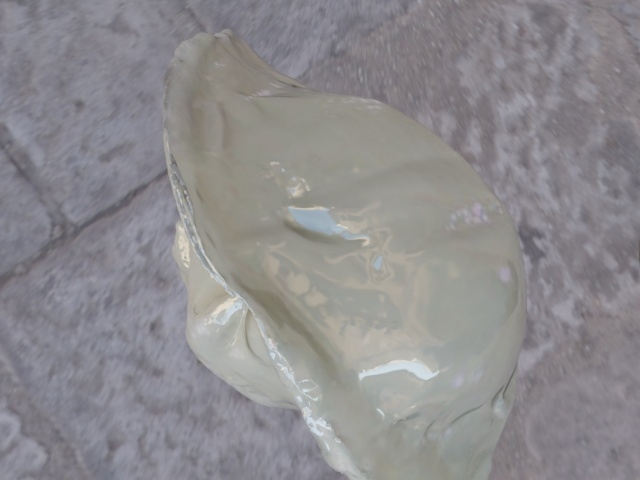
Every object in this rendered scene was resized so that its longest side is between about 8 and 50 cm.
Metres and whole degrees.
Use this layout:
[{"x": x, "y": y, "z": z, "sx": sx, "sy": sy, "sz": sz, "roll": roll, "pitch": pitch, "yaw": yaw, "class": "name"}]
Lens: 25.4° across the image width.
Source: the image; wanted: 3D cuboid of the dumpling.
[{"x": 0.000, "y": 0.000, "z": 1.005, "sx": 0.233, "sy": 0.315, "sz": 0.395, "roll": -28, "pitch": 66, "yaw": 18, "class": "dumpling"}]

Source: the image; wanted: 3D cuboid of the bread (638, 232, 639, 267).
[{"x": 0.297, "y": 0.026, "z": 0.911, "sx": 0.112, "sy": 0.383, "sz": 0.166, "roll": 32, "pitch": 106, "yaw": -13, "class": "bread"}]
